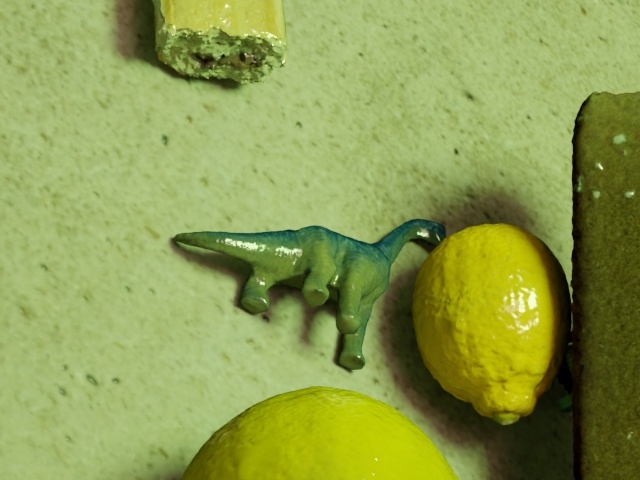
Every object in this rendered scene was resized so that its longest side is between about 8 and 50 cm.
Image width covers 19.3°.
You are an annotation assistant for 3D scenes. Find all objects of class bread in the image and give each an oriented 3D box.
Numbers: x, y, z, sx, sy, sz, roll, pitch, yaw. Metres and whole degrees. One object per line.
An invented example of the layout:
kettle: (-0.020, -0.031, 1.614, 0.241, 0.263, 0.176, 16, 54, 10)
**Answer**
bread: (-0.092, -0.193, 1.640, 0.125, 0.082, 0.106, 7, 53, -22)
bread: (0.272, 0.085, 1.612, 0.165, 0.113, 0.416, 7, 82, -80)

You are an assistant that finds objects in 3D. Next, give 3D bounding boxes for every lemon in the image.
lemon: (0.000, 0.223, 1.397, 0.240, 0.240, 0.219, 32, 23, -18)
lemon: (0.149, 0.070, 1.634, 0.142, 0.142, 0.187, 11, 63, -31)

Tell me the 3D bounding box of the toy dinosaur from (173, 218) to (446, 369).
toy dinosaur: (0.000, 0.000, 1.630, 0.248, 0.075, 0.188, 27, 44, -16)

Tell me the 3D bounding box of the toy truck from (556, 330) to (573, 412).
toy truck: (0.281, 0.105, 1.751, 0.154, 0.078, 0.080, -6, 72, -37)
